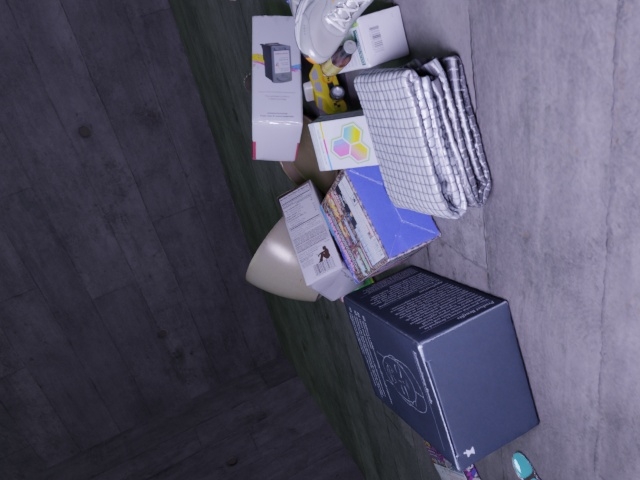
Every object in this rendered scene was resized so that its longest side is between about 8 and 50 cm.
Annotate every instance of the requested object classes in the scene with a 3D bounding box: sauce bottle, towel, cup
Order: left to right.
[{"bbox_3d":[-0.062,0.074,1.986,0.237,0.331,0.331,35,157,10],"label":"cup"},{"bbox_3d":[0.036,-0.350,1.107,0.042,0.042,0.128,68,162,-4],"label":"sauce bottle"},{"bbox_3d":[0.185,-0.192,1.062,0.284,0.121,0.235,70,166,-17],"label":"towel"}]

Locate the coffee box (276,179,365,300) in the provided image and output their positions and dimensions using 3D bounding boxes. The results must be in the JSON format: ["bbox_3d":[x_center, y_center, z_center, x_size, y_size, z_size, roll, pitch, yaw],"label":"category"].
[{"bbox_3d":[0.000,0.000,1.630,0.168,0.118,0.297,39,-154,-57],"label":"coffee box"}]

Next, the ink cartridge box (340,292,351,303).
[{"bbox_3d":[0.091,0.180,2.000,0.115,0.062,0.029,47,157,50],"label":"ink cartridge box"}]

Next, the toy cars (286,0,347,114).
[{"bbox_3d":[-0.022,-0.459,1.353,0.176,0.087,0.394,-112,6,-64],"label":"toy cars"}]

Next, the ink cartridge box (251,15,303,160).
[{"bbox_3d":[-0.117,-0.391,1.515,0.226,0.131,0.306,107,161,-72],"label":"ink cartridge box"}]

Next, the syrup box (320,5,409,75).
[{"bbox_3d":[0.075,-0.397,1.167,0.237,0.096,0.093,26,136,65],"label":"syrup box"}]

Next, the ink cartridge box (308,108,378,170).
[{"bbox_3d":[0.088,-0.216,1.217,0.209,0.062,0.109,-2,117,28],"label":"ink cartridge box"}]

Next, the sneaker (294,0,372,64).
[{"bbox_3d":[0.050,-0.424,0.984,0.099,0.263,0.121,26,-179,-36],"label":"sneaker"}]

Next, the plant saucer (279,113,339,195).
[{"bbox_3d":[-0.039,-0.258,1.714,0.278,0.041,0.278,35,144,31],"label":"plant saucer"}]

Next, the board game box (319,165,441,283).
[{"bbox_3d":[0.130,-0.049,1.393,0.232,0.141,0.291,64,164,8],"label":"board game box"}]

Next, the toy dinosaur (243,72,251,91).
[{"bbox_3d":[-0.166,-0.469,1.821,0.160,0.121,0.313,58,172,-21],"label":"toy dinosaur"}]

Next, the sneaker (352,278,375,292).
[{"bbox_3d":[0.082,0.113,1.821,0.296,0.123,0.109,58,162,27],"label":"sneaker"}]

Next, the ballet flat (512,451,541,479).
[{"bbox_3d":[0.470,0.534,1.301,0.114,0.041,0.041,59,163,29],"label":"ballet flat"}]

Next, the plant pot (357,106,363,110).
[{"bbox_3d":[0.111,-0.267,1.287,0.079,0.083,0.083,-119,11,-64],"label":"plant pot"}]

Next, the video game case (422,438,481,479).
[{"bbox_3d":[0.387,0.651,1.729,0.210,0.041,0.232,65,164,7],"label":"video game case"}]

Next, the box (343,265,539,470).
[{"bbox_3d":[0.251,0.257,1.302,0.395,0.211,0.294,25,135,69],"label":"box"}]
